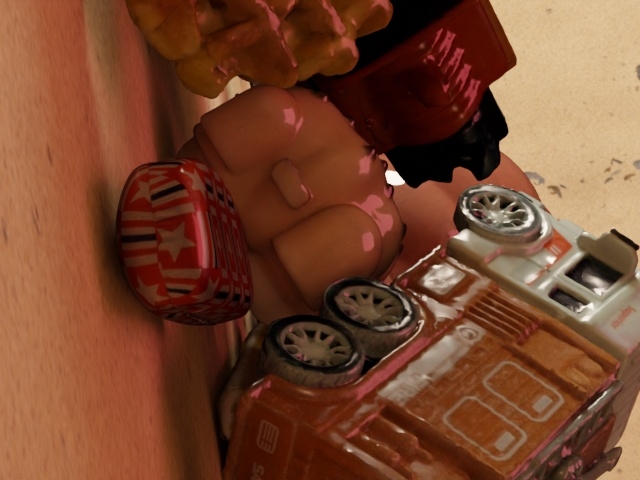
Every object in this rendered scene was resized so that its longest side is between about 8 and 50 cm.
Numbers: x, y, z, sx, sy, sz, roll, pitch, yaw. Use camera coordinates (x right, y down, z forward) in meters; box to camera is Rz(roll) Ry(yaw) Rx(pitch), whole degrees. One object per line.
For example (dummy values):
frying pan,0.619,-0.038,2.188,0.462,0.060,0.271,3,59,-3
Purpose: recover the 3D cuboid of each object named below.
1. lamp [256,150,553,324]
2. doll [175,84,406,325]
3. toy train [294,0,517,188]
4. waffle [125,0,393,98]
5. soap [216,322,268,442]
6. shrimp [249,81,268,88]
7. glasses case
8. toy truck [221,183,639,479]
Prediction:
lamp,0.095,0.057,1.502,0.305,0.240,0.305,-4,95,-45
doll,-0.001,-0.002,1.147,0.154,0.119,0.278,59,2,23
toy train,0.015,-0.173,1.153,0.369,0.163,0.231,56,3,-46
waffle,-0.045,-0.198,0.904,0.249,0.056,0.253,19,75,-42
soap,-0.008,0.153,1.240,0.274,0.089,0.173,-79,158,-83
shrimp,-0.017,-0.075,1.624,0.221,0.110,0.445,-80,170,-64
glasses case,-0.067,0.002,0.872,0.194,0.049,0.073,58,22,-83
toy truck,0.081,0.093,1.014,0.305,0.162,0.136,-34,146,-49
